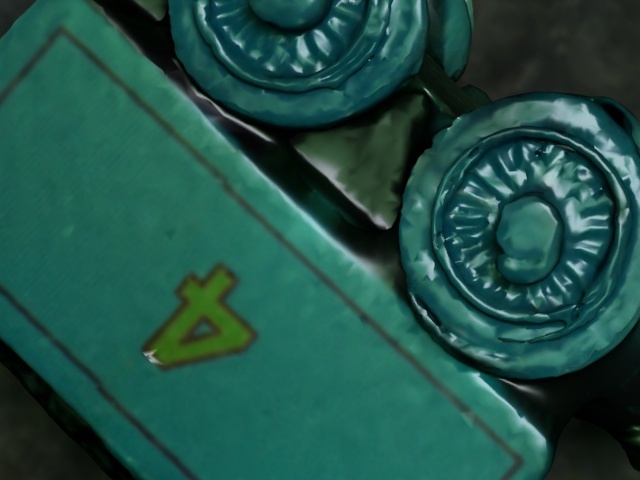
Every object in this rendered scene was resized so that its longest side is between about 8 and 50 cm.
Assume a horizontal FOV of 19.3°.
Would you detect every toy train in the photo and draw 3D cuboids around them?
[{"bbox_3d":[0.000,0.000,0.471,0.154,0.107,0.198,-45,86,9],"label":"toy train"}]
